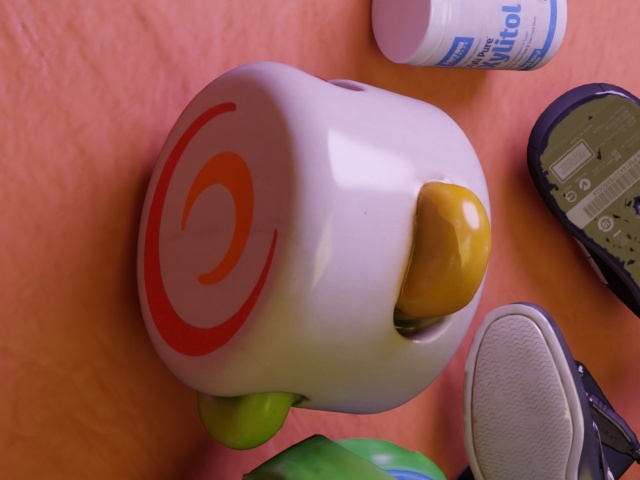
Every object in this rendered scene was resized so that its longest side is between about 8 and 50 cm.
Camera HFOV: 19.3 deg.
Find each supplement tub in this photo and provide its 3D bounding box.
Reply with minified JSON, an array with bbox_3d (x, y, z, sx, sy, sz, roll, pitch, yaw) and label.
[{"bbox_3d":[0.094,-0.142,1.179,0.107,0.071,0.071,-2,100,-31],"label":"supplement tub"}]

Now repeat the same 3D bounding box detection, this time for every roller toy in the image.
[{"bbox_3d":[0.000,0.000,1.074,0.146,0.191,0.209,11,134,-34],"label":"roller toy"}]

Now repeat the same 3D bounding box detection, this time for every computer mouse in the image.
[{"bbox_3d":[0.207,0.029,1.278,0.262,0.060,0.184,43,92,-13],"label":"computer mouse"}]

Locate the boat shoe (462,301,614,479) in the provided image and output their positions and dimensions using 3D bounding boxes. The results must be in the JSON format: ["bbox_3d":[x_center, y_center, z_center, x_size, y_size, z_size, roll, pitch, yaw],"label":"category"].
[{"bbox_3d":[0.151,0.148,1.250,0.079,0.084,0.233,-38,115,-63],"label":"boat shoe"}]

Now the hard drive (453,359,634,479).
[{"bbox_3d":[0.155,0.161,1.300,0.135,0.022,0.094,-44,118,-17],"label":"hard drive"}]

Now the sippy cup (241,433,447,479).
[{"bbox_3d":[0.044,0.270,1.098,0.305,0.224,0.240,33,94,-45],"label":"sippy cup"}]
